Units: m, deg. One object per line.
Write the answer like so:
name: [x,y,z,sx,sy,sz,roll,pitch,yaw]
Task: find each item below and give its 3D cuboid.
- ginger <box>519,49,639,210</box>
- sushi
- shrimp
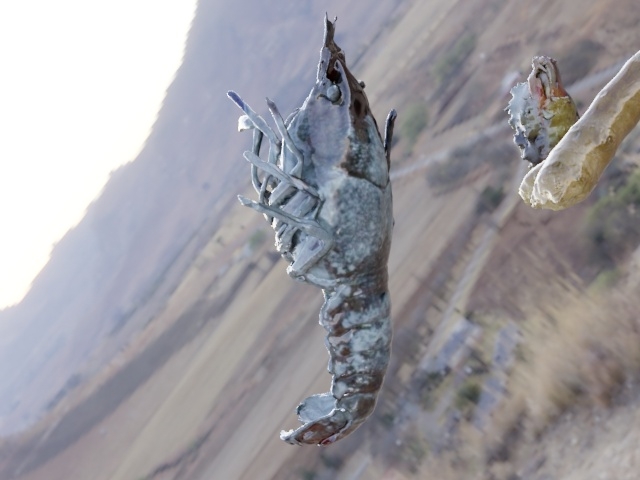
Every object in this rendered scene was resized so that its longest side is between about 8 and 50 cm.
ginger: [0.355,-0.150,1.431,0.299,0.065,0.118,-47,19,0]
sushi: [0.355,-0.176,1.875,0.103,0.226,0.097,-20,2,31]
shrimp: [0.003,-0.003,1.152,0.166,0.411,0.221,-10,8,27]
